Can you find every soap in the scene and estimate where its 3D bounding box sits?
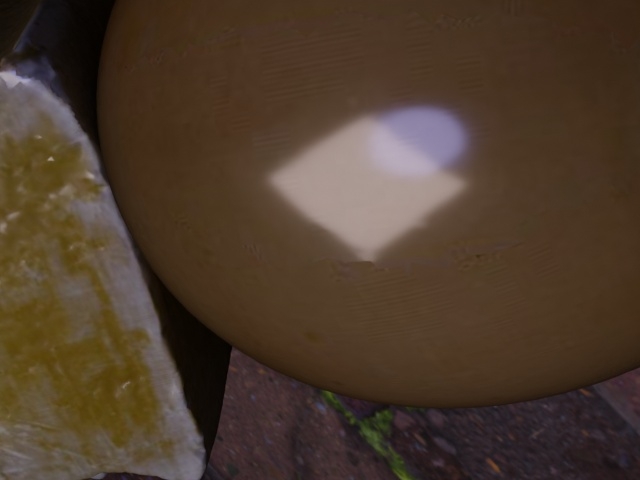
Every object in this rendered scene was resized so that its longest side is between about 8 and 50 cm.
[{"bbox_3d":[-0.156,-0.041,0.937,0.156,0.335,0.293,-10,117,9],"label":"soap"}]

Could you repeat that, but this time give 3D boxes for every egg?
[{"bbox_3d":[0.065,-0.067,0.718,0.374,0.301,0.301,1,124,40],"label":"egg"}]

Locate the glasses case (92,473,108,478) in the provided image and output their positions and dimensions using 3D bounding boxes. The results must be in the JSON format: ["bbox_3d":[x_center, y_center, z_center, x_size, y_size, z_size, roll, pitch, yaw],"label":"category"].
[{"bbox_3d":[-0.233,0.165,1.442,0.074,0.049,0.193,31,142,21],"label":"glasses case"}]
